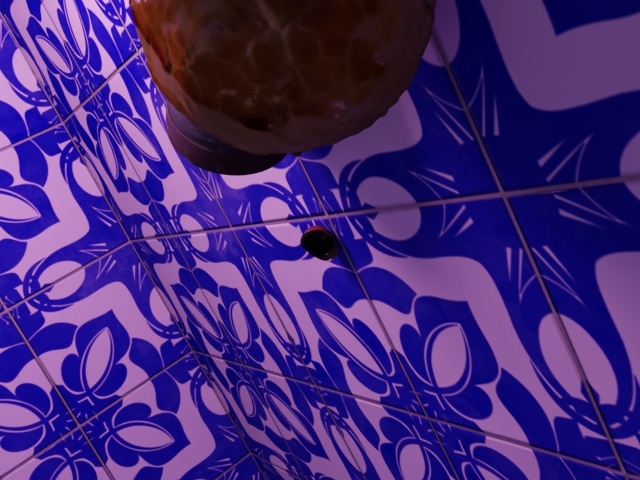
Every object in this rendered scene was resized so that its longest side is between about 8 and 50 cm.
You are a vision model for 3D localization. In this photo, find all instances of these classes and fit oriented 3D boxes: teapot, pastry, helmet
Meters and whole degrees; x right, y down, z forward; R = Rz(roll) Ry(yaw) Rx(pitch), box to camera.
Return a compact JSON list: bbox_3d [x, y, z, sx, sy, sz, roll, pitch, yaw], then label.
[{"bbox_3d":[-0.100,-0.277,1.215,0.315,0.233,0.312,22,140,4],"label":"teapot"},{"bbox_3d":[-0.053,-0.297,0.897,0.389,0.313,0.388,1,92,28],"label":"pastry"},{"bbox_3d":[0.001,0.000,1.498,0.084,0.049,0.065,36,120,-13],"label":"helmet"}]
